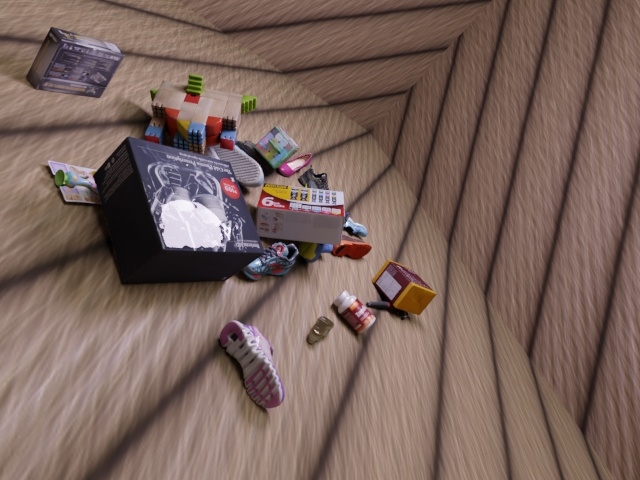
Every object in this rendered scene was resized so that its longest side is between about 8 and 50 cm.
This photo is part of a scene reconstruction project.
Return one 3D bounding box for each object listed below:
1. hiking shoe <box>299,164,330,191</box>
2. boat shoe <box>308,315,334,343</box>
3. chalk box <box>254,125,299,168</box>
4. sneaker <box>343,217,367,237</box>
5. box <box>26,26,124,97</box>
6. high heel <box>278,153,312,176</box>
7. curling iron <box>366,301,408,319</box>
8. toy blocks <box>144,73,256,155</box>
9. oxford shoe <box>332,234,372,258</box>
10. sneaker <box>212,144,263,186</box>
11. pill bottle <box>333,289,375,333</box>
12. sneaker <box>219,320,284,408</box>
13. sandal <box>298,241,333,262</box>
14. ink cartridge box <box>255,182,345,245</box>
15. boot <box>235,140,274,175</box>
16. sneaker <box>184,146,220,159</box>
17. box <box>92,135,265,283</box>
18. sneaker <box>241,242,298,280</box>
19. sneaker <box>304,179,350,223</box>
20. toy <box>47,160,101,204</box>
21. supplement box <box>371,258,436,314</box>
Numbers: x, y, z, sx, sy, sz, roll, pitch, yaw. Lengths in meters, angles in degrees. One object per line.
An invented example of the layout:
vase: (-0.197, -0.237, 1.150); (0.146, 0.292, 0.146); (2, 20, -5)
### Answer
hiking shoe: (0.008, -0.277, 2.257); (0.227, 0.114, 0.086); (35, 26, -21)
boat shoe: (0.000, 0.288, 1.450); (0.056, 0.048, 0.153); (35, 16, 8)
chalk box: (-0.190, -0.401, 1.945); (0.132, 0.132, 0.213); (49, 12, -6)
sneaker: (0.164, -0.050, 2.239); (0.162, 0.063, 0.073); (27, 47, -27)
box: (-0.746, -0.537, 1.383); (0.056, 0.183, 0.231); (50, 25, 8)
high heel: (-0.122, -0.380, 2.209); (0.082, 0.117, 0.244); (50, 24, 10)
curling iron: (0.288, 0.286, 1.912); (0.274, 0.035, 0.068); (22, 33, -42)
toy blocks: (-0.432, -0.412, 1.558); (0.381, 0.191, 0.261); (9, 53, -6)
oxford shoe: (0.135, 0.015, 2.028); (0.271, 0.097, 0.098); (13, 34, -50)
sneaker: (-0.371, -0.325, 1.760); (0.366, 0.135, 0.150); (44, -6, 7)
pill bottle: (0.119, 0.256, 1.627); (0.152, 0.086, 0.086); (46, 24, 3)
sneaker: (-0.151, 0.301, 1.127); (0.236, 0.095, 0.104); (54, 18, 22)
sandal: (0.000, 0.000, 1.807); (0.138, 0.126, 0.317); (43, 25, -14)
ink cartridge box: (-0.072, -0.118, 1.688); (0.309, 0.130, 0.272); (6, 31, -3)
boot: (-0.314, -0.390, 1.986); (0.246, 0.083, 0.161); (30, 23, -47)
sneaker: (-0.424, -0.289, 1.616); (0.258, 0.094, 0.091); (45, 32, 9)
box: (-0.363, -0.065, 1.189); (0.343, 0.179, 0.313); (3, 59, -56)
sneaker: (-0.167, 0.048, 1.450); (0.104, 0.125, 0.262); (52, 25, 17)
sneaker: (0.038, -0.183, 2.148); (0.300, 0.121, 0.111); (53, 25, 17)
toy: (-0.579, -0.157, 1.202); (0.137, 0.056, 0.237); (56, 26, 19)
supplement box: (0.371, 0.208, 2.006); (0.191, 0.129, 0.194); (22, 19, -42)
